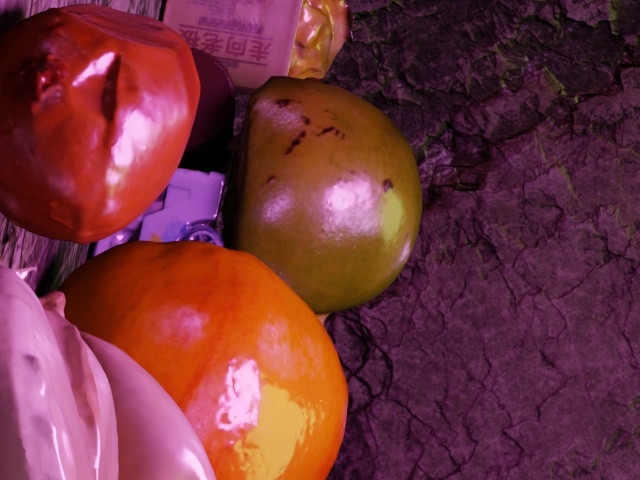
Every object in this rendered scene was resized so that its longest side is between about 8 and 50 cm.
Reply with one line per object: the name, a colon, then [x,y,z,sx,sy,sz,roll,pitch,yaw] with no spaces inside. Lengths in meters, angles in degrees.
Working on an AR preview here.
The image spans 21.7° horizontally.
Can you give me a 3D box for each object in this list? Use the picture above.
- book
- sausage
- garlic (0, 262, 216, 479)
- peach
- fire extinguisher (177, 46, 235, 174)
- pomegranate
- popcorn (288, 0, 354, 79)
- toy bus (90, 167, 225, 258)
book: [-0.099,-0.285,1.923,0.026,0.161,0.231,-118,-142,-67]
sausage: [-0.136,-0.070,0.957,0.258,0.133,0.133,-103,-155,-78]
garlic: [-0.153,0.113,0.751,0.281,0.184,0.203,41,33,-70]
peach: [-0.127,0.163,1.413,0.289,0.289,0.308,105,-9,-51]
fire extinguisher: [-0.161,-0.112,1.930,0.135,0.114,0.337,-62,178,-11]
pomegranate: [0.000,0.000,1.824,0.310,0.216,0.359,166,-74,-80]
popcorn: [-0.076,-0.304,2.093,0.286,0.215,0.252,106,-30,-71]
toy bus: [-0.184,0.081,1.744,0.109,0.136,0.330,140,-38,-84]
